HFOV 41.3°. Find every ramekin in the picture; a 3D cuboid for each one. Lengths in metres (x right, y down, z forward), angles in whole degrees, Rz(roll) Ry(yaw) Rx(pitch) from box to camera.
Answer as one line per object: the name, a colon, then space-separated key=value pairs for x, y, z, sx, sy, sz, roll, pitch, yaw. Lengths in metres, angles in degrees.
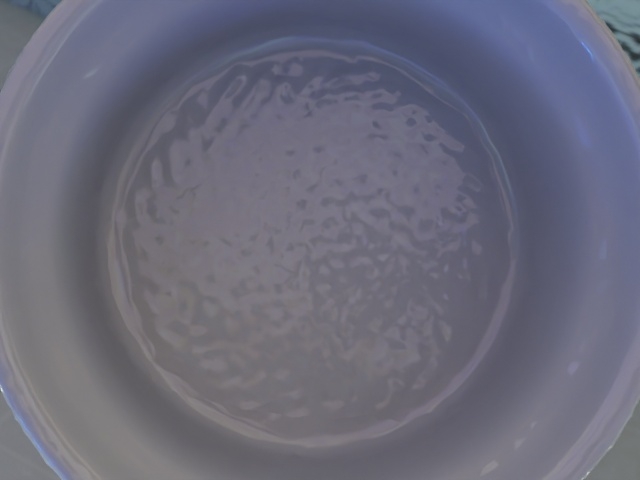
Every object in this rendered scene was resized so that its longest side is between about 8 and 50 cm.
ramekin: x=0.000 y=0.000 z=0.392 sx=0.277 sy=0.277 sz=0.135 roll=13 pitch=178 yaw=-4
